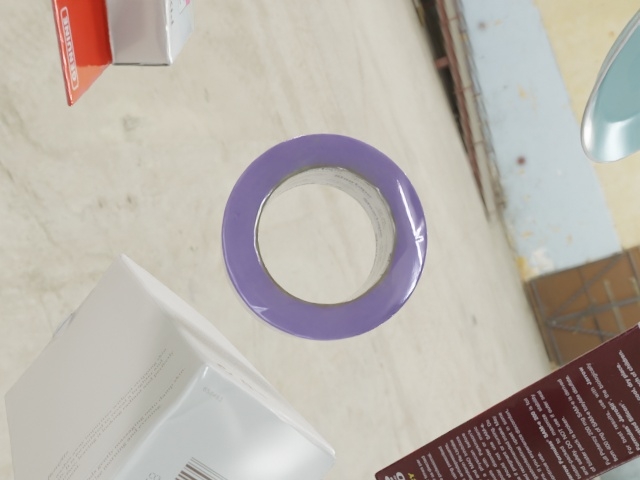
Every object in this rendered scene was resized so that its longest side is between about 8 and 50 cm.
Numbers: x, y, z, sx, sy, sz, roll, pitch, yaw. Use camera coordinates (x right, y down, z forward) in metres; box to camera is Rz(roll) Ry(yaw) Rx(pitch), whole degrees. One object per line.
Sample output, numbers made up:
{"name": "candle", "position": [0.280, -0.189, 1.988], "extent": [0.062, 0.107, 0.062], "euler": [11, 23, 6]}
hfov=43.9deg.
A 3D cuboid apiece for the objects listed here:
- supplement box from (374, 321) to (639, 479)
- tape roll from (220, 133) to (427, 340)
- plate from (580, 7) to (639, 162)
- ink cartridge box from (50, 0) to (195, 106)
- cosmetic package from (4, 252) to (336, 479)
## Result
{"name": "supplement box", "position": [0.169, 0.136, 0.565], "extent": [0.130, 0.239, 0.073], "euler": [2, 55, -53]}
{"name": "tape roll", "position": [0.000, 0.000, 0.749], "extent": [0.080, 0.189, 0.189], "euler": [136, -63, -79]}
{"name": "plate", "position": [0.260, -0.140, 0.598], "extent": [0.024, 0.188, 0.188], "euler": [48, 4, 33]}
{"name": "ink cartridge box", "position": [-0.153, -0.269, 0.615], "extent": [0.239, 0.060, 0.275], "euler": [-89, 179, -62]}
{"name": "cosmetic package", "position": [-0.172, 0.173, 0.770], "extent": [0.156, 0.217, 0.385], "euler": [41, -5, -24]}
